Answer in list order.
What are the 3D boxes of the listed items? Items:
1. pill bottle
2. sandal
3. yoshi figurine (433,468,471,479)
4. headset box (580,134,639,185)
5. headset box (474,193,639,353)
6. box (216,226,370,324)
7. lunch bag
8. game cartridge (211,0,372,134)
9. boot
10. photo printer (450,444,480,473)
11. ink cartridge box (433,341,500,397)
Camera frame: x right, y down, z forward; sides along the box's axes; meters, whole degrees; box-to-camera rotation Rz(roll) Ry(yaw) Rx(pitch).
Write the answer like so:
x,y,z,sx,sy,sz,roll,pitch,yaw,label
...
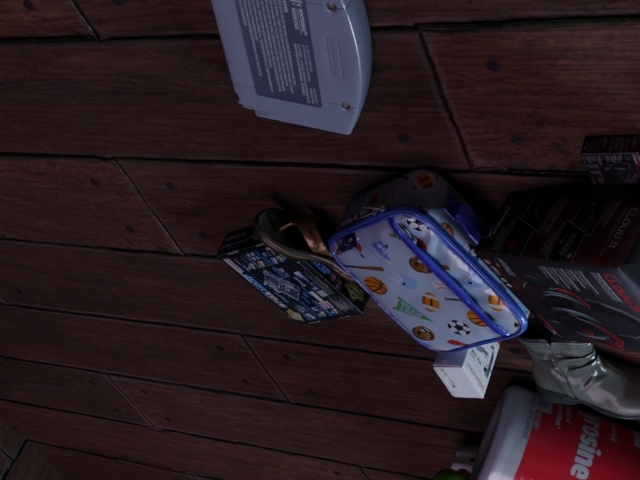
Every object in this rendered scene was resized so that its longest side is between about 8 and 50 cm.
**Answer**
x,y,z,sx,sy,sz,roll,pitch,yaw,label
0.482,0.428,1.931,0.407,0.229,0.229,20,149,6,pill bottle
0.000,0.000,1.755,0.219,0.090,0.060,27,132,-2,sandal
0.351,0.564,2.037,0.362,0.204,0.203,26,-171,11,yoshi figurine
0.378,-0.101,1.389,0.083,0.032,0.062,0,142,34,headset box
0.385,0.048,1.464,0.218,0.110,0.293,44,160,-29,headset box
-0.046,0.059,1.903,0.220,0.051,0.175,42,145,-27,box
0.169,0.033,1.640,0.303,0.115,0.243,43,146,-19,lunch bag
-0.034,-0.260,1.411,0.198,0.062,0.297,10,147,14,game cartridge
0.442,0.202,1.766,0.246,0.083,0.161,3,137,29,boot
0.396,0.532,2.265,0.256,0.107,0.307,10,146,20,photo printer
0.244,0.177,1.802,0.056,0.135,0.099,-1,141,34,ink cartridge box
